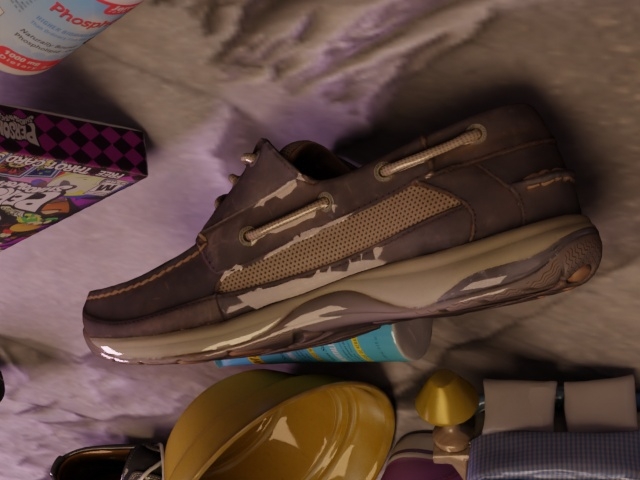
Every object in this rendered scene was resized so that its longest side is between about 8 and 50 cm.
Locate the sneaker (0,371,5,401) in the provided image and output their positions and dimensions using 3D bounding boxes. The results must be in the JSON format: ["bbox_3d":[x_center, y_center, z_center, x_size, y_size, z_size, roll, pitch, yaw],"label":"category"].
[{"bbox_3d":[-0.367,0.135,1.127,0.178,0.072,0.077,4,153,22],"label":"sneaker"}]

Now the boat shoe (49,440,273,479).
[{"bbox_3d":[-0.140,0.218,1.063,0.233,0.084,0.079,-7,130,33],"label":"boat shoe"}]

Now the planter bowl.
[{"bbox_3d":[-0.054,0.167,0.936,0.090,0.217,0.217,43,146,35],"label":"planter bowl"}]

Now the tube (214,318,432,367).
[{"bbox_3d":[-0.017,0.064,0.895,0.207,0.052,0.080,-5,124,37],"label":"tube"}]

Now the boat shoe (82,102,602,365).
[{"bbox_3d":[0.000,0.000,0.776,0.356,0.132,0.130,-13,82,24],"label":"boat shoe"}]

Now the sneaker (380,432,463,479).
[{"bbox_3d":[0.165,0.238,0.879,0.282,0.161,0.102,0,128,25],"label":"sneaker"}]

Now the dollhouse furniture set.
[{"bbox_3d":[0.193,0.159,0.701,0.304,0.286,0.198,-1,129,12],"label":"dollhouse furniture set"}]

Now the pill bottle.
[{"bbox_3d":[-0.146,-0.167,0.715,0.160,0.087,0.087,-24,116,40],"label":"pill bottle"}]

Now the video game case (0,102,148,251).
[{"bbox_3d":[-0.273,-0.041,0.822,0.210,0.041,0.232,-21,161,38],"label":"video game case"}]
